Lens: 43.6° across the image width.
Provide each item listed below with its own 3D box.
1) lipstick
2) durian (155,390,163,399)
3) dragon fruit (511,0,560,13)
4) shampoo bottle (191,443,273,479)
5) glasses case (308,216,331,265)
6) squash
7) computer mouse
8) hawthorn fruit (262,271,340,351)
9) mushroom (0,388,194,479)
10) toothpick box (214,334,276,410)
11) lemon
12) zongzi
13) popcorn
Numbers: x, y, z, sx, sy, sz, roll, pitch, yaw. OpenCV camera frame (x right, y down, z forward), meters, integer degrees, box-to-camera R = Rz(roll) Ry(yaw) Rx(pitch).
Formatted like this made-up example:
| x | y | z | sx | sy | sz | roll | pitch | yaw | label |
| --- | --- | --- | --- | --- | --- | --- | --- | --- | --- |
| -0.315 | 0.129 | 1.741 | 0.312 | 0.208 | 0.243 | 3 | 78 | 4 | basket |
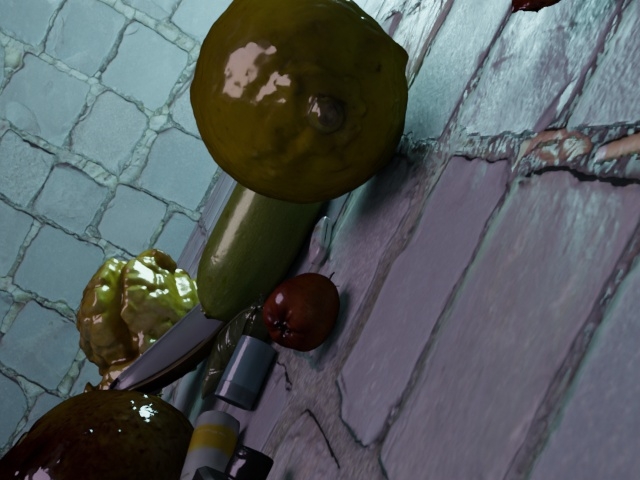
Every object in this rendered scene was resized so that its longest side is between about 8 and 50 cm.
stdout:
| x | y | z | sx | sy | sz | roll | pitch | yaw | label |
| --- | --- | --- | --- | --- | --- | --- | --- | --- | --- |
| -0.141 | 0.310 | 0.905 | 0.059 | 0.059 | 0.264 | -54 | 15 | 33 | lipstick |
| -0.399 | 0.360 | 1.646 | 0.168 | 0.137 | 0.158 | -42 | 2 | 37 | durian |
| 0.220 | -0.252 | 0.616 | 0.127 | 0.121 | 0.160 | 20 | 113 | 38 | dragon fruit |
| -0.112 | 0.312 | 0.745 | 0.246 | 0.079 | 0.080 | -65 | 15 | -9 | shampoo bottle |
| 0.000 | 0.000 | 1.053 | 0.032 | 0.021 | 0.083 | -51 | 18 | 35 | glasses case |
| -0.098 | 0.012 | 1.178 | 0.247 | 0.133 | 0.132 | -62 | 13 | 8 | squash |
| -0.205 | 0.159 | 1.283 | 0.310 | 0.072 | 0.158 | -42 | -4 | -18 | computer mouse |
| -0.013 | 0.072 | 0.866 | 0.093 | 0.081 | 0.081 | -35 | -9 | -42 | hawthorn fruit |
| -0.288 | 0.376 | 1.073 | 0.334 | 0.356 | 0.331 | -15 | -38 | -54 | mushroom |
| -0.095 | 0.169 | 1.021 | 0.083 | 0.052 | 0.052 | -66 | 13 | -19 | toothpick box |
| -0.026 | -0.178 | 0.969 | 0.316 | 0.286 | 0.285 | 74 | -141 | -76 | lemon |
| -0.106 | 0.144 | 1.072 | 0.130 | 0.062 | 0.154 | -59 | 9 | -33 | zongzi |
| -0.319 | 0.161 | 1.434 | 0.225 | 0.264 | 0.332 | -2 | 42 | 24 | popcorn |
